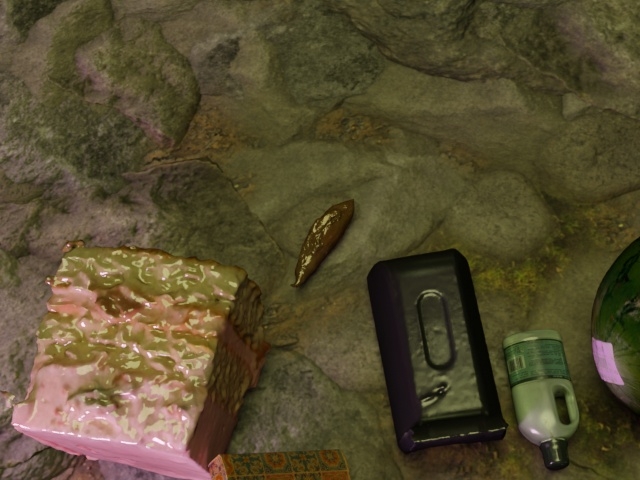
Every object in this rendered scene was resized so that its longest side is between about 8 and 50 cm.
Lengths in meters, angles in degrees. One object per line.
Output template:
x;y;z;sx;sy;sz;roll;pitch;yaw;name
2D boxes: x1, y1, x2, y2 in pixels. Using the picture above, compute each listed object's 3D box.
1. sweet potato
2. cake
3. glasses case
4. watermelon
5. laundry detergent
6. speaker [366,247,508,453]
0.000;0.000;1.827;0.060;0.068;0.205;11;63;40;sweet potato
-0.265;0.199;1.604;0.314;0.293;0.306;6;65;14;cake
-0.057;0.360;1.555;0.218;0.049;0.075;5;51;-33;glasses case
0.587;0.120;1.540;0.363;0.363;0.363;-2;59;4;watermelon
0.357;0.254;1.634;0.099;0.070;0.225;-3;58;-4;laundry detergent
0.187;0.167;1.637;0.180;0.184;0.388;-9;57;0;speaker
